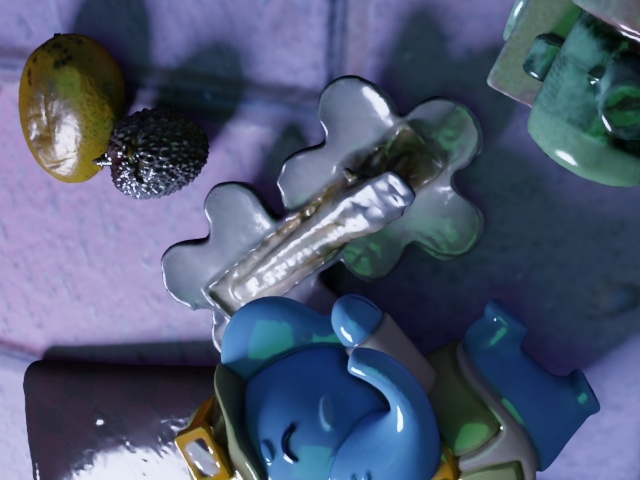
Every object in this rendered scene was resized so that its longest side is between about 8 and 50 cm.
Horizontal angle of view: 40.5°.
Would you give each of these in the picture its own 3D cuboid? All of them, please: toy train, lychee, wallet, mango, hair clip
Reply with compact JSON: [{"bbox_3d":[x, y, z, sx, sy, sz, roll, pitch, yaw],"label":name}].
[{"bbox_3d":[0.180,-0.154,0.390,0.150,0.221,0.304,27,115,7],"label":"toy train"},{"bbox_3d":[-0.119,-0.062,0.610,0.083,0.067,0.068,-4,151,3],"label":"lychee"},{"bbox_3d":[-0.139,0.184,0.710,0.229,0.049,0.182,-1,104,21],"label":"wallet"},{"bbox_3d":[-0.180,-0.094,0.631,0.079,0.057,0.114,15,120,10],"label":"mango"},{"bbox_3d":[0.001,-0.004,0.590,0.146,0.075,0.257,44,124,-16],"label":"hair clip"}]

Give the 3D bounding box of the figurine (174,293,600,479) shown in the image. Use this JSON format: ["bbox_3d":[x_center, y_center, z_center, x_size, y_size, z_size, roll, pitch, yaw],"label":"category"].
[{"bbox_3d":[0.032,0.112,0.566,0.262,0.154,0.180,-29,127,15],"label":"figurine"}]
